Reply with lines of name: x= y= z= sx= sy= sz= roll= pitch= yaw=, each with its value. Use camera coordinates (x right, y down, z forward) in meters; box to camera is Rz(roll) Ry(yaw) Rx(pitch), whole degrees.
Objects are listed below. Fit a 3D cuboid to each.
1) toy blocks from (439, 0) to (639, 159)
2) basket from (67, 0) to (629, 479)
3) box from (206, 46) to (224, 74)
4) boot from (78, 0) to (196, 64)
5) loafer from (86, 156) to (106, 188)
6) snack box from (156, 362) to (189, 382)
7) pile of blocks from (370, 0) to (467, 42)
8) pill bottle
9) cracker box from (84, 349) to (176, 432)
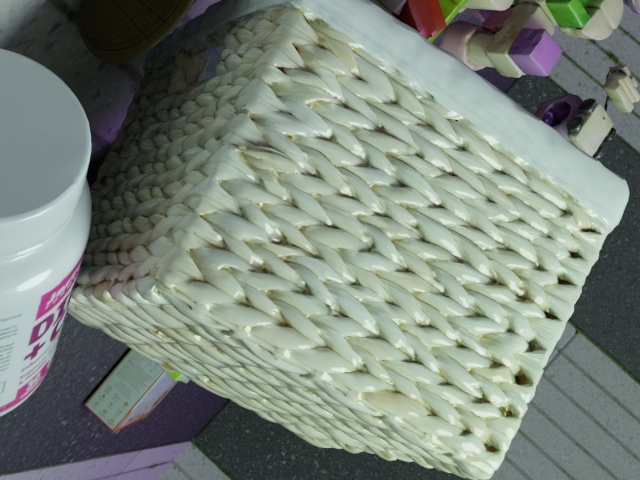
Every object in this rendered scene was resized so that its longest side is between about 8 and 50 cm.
toy blocks: x=0.260 y=-0.313 z=1.794 sx=0.260 sy=0.309 sz=0.288 roll=15 pitch=-117 yaw=51
basket: x=0.000 y=0.000 z=1.115 sx=0.328 sy=0.331 sz=0.266 roll=-6 pitch=-123 yaw=63
box: x=-0.100 y=-0.128 z=1.397 sx=0.137 sy=0.072 sz=0.126 roll=-48 pitch=171 yaw=0
boot: x=-0.083 y=-0.226 z=1.051 sx=0.213 sy=0.077 sz=0.165 roll=-52 pitch=173 yaw=22
loafer: x=-0.216 y=-0.033 z=1.259 sx=0.078 sy=0.076 sz=0.223 roll=-58 pitch=173 yaw=26
snack box: x=-0.142 y=0.021 z=1.504 sx=0.207 sy=0.174 sz=0.070 roll=-49 pitch=170 yaw=-2
pile of blocks: x=0.085 y=-0.186 z=1.323 sx=0.149 sy=0.112 sz=0.362 roll=-45 pitch=171 yaw=-13
pill bottle: x=-0.245 y=0.004 z=0.961 sx=0.160 sy=0.160 sz=0.283 roll=-42 pitch=170 yaw=-33
cracker box: x=-0.235 y=0.172 z=2.080 sx=0.232 sy=0.067 sz=0.156 roll=-48 pitch=172 yaw=8
